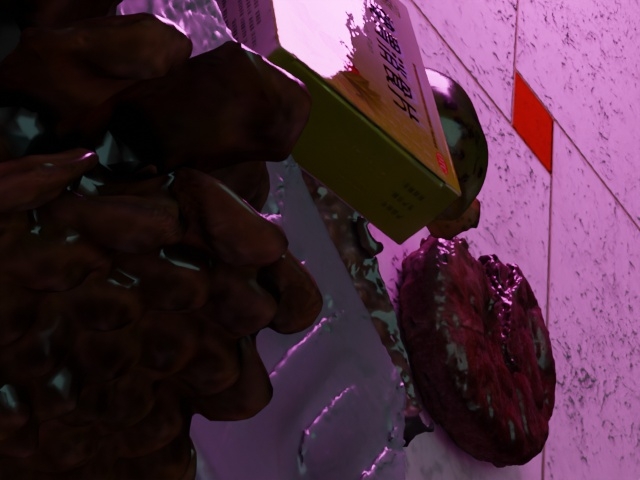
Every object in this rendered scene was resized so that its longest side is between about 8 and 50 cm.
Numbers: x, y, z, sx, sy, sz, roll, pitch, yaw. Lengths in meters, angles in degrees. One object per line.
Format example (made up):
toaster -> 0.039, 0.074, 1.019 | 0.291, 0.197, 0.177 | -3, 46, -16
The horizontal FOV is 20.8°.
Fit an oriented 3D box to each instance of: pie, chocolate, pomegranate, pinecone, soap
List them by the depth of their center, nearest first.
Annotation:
pinecone -> -0.203, -0.045, 0.716 | 0.384, 0.384, 0.384 | 37, 43, -45
soap -> -0.096, 0.053, 1.010 | 0.446, 0.156, 0.261 | 64, 29, -12
chocolate -> -0.006, 0.002, 1.281 | 0.102, 0.065, 0.329 | -7, 79, -40
pomegranate -> 0.075, -0.075, 1.383 | 0.169, 0.143, 0.122 | 19, 85, -40
pie -> 0.135, 0.090, 1.482 | 0.219, 0.054, 0.204 | 40, 41, -46

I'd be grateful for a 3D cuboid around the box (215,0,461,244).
box -> 0.001, -0.134, 1.218 | 0.175, 0.062, 0.260 | 38, 23, -29
